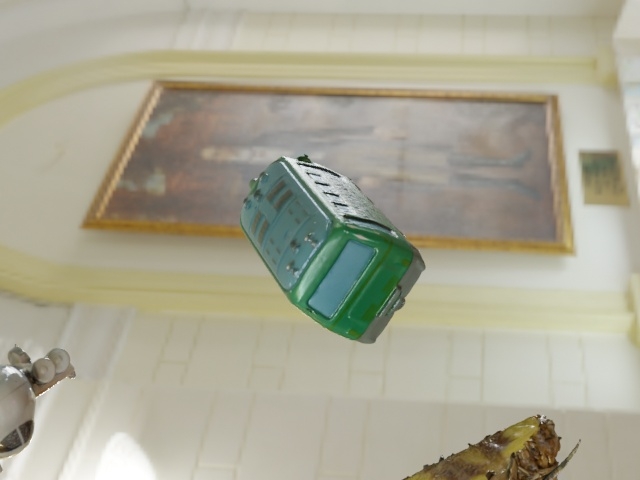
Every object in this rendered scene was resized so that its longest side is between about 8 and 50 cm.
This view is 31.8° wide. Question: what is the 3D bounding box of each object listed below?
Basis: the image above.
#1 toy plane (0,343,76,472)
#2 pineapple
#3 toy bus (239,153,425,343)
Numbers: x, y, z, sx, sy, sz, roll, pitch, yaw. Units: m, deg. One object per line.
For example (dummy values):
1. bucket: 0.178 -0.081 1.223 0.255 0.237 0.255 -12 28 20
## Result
1. toy plane: -0.391 0.214 1.320 0.117 0.244 0.244 55 -170 -1
2. pineapple: 0.235 0.382 1.575 0.161 0.334 0.158 59 -171 -9
3. toy bus: 0.000 0.000 1.816 0.184 0.199 0.343 -58 32 12
